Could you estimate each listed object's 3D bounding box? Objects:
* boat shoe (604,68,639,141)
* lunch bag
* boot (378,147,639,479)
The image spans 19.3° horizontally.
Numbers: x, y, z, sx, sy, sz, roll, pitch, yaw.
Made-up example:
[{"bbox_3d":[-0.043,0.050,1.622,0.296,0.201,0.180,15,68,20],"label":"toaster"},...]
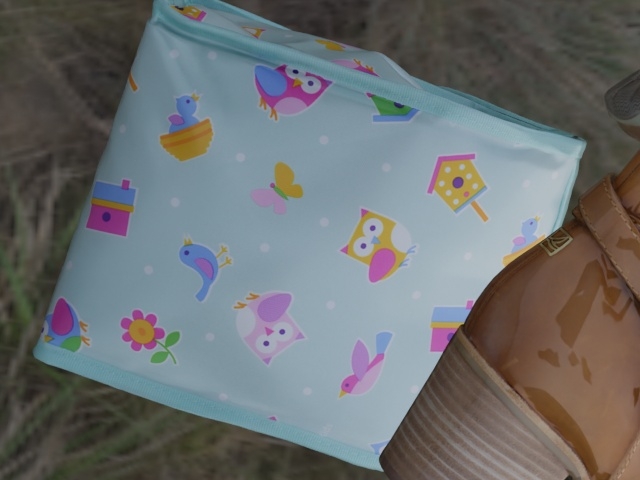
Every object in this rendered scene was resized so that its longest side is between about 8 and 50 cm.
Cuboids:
[{"bbox_3d":[0.255,-0.046,1.024,0.123,0.324,0.116,-27,106,-8],"label":"boat shoe"},{"bbox_3d":[0.000,0.000,1.071,0.262,0.160,0.223,19,98,-2],"label":"lunch bag"},{"bbox_3d":[0.134,0.060,0.627,0.197,0.073,0.152,32,102,-31],"label":"boot"}]
